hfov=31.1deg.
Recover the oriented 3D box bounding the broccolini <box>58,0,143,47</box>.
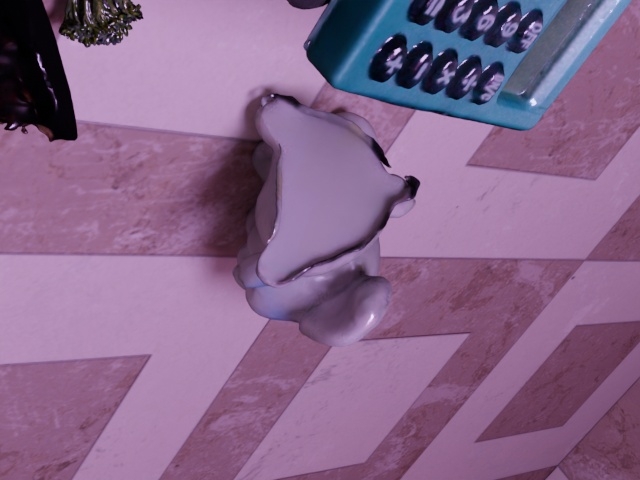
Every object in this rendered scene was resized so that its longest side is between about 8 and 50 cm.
[{"bbox_3d":[-0.165,-0.242,0.882,0.067,0.058,0.216,-16,142,-28],"label":"broccolini"}]

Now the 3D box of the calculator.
[{"bbox_3d":[0.142,-0.193,0.831,0.274,0.058,0.248,4,130,-46],"label":"calculator"}]

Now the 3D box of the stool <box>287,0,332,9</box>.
[{"bbox_3d":[0.069,-0.314,0.868,0.310,0.226,0.310,6,130,-48],"label":"stool"}]

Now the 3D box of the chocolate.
[{"bbox_3d":[-0.268,-0.134,0.865,0.133,0.156,0.156,-17,147,-2],"label":"chocolate"}]

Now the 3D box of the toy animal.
[{"bbox_3d":[0.003,-0.018,1.228,0.174,0.249,0.289,5,179,-7],"label":"toy animal"}]
